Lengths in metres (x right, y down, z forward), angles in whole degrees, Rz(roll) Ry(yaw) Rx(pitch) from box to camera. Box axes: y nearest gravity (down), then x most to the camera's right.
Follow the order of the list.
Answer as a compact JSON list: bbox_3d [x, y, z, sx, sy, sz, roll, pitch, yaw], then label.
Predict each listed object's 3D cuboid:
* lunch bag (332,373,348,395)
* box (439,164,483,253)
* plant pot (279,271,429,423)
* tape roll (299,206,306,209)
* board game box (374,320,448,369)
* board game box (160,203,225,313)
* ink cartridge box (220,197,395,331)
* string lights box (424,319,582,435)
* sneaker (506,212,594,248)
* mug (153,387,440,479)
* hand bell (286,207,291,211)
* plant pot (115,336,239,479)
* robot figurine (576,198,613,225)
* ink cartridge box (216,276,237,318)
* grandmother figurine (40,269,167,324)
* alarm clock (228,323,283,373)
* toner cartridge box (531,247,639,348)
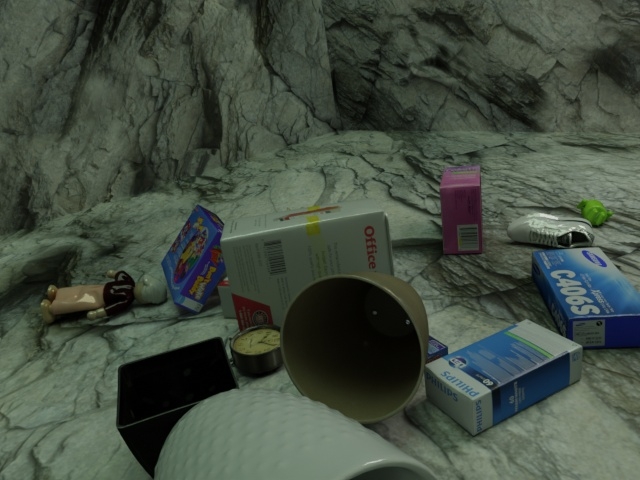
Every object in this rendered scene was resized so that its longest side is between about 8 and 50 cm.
[{"bbox_3d":[0.025,0.290,0.997,0.083,0.053,0.071,9,27,19],"label":"lunch bag"},{"bbox_3d":[0.444,-0.101,1.634,0.117,0.213,0.243,-2,21,17],"label":"box"},{"bbox_3d":[0.102,0.163,0.987,0.256,0.256,0.274,1,9,25],"label":"plant pot"},{"bbox_3d":[0.000,0.000,1.552,0.072,0.219,0.219,-48,14,15],"label":"tape roll"},{"bbox_3d":[0.159,0.225,1.136,0.136,0.035,0.201,-18,23,-23],"label":"board game box"},{"bbox_3d":[-0.370,0.042,1.573,0.078,0.233,0.347,31,3,-28],"label":"board game box"},{"bbox_3d":[-0.025,0.069,1.283,0.385,0.279,0.160,-9,19,-3],"label":"ink cartridge box"},{"bbox_3d":[0.335,0.241,0.963,0.260,0.076,0.133,-17,22,-22],"label":"string lights box"},{"bbox_3d":[0.668,-0.021,1.527,0.235,0.090,0.095,-1,31,23],"label":"sneaker"},{"bbox_3d":[-0.084,0.359,0.611,0.374,0.276,0.328,-52,32,-18],"label":"mug"},{"bbox_3d":[-0.004,-0.047,1.877,0.242,0.126,0.126,4,20,-3],"label":"hand bell"},{"bbox_3d":[-0.231,0.302,0.903,0.188,0.167,0.187,-15,22,-15],"label":"plant pot"},{"bbox_3d":[0.859,-0.089,1.644,0.101,0.067,0.115,24,27,8],"label":"robot figurine"},{"bbox_3d":[-0.216,0.138,1.428,0.056,0.099,0.135,0,23,23],"label":"ink cartridge box"},{"bbox_3d":[-0.627,0.162,1.549,0.342,0.104,0.207,-6,48,0],"label":"grandmother figurine"},{"bbox_3d":[-0.115,0.240,1.166,0.192,0.064,0.129,-10,20,2],"label":"alarm clock"},{"bbox_3d":[0.601,0.118,1.187,0.165,0.075,0.348,-3,21,10],"label":"toner cartridge box"}]
